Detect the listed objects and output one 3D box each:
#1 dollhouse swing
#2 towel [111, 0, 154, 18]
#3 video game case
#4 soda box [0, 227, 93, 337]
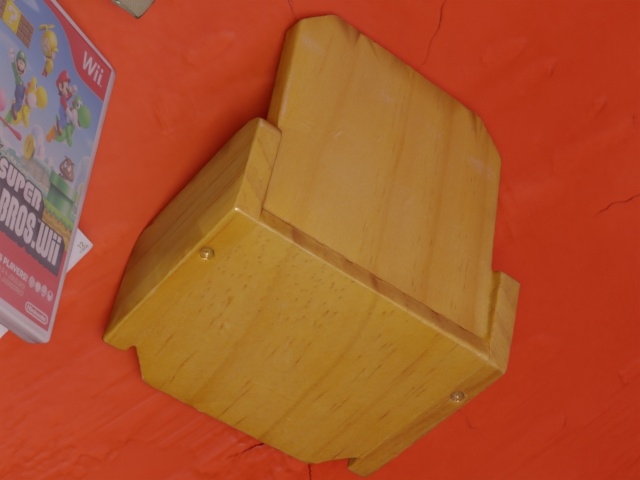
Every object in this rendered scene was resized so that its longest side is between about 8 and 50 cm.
[{"bbox_3d":[0.000,0.000,1.400,0.346,0.305,0.315,30,125,-26],"label":"dollhouse swing"},{"bbox_3d":[-0.185,-0.399,1.114,0.312,0.056,0.324,37,86,-34],"label":"towel"},{"bbox_3d":[-0.261,-0.080,1.137,0.204,0.025,0.285,52,41,-56],"label":"video game case"},{"bbox_3d":[-0.321,0.049,1.230,0.216,0.069,0.074,-47,121,-14],"label":"soda box"}]
